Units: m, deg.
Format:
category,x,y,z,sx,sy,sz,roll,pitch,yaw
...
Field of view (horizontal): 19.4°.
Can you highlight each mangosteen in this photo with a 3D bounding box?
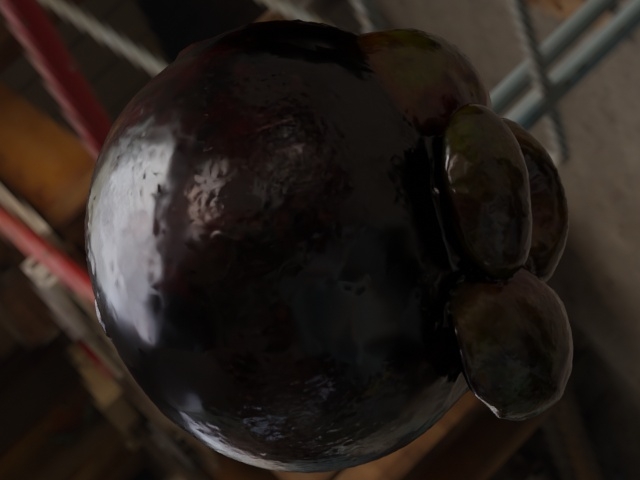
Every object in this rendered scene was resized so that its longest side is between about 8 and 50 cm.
category,x,y,z,sx,sy,sz,roll,pitch,yaw
mangosteen,0.000,0.000,0.796,0.210,0.210,0.210,42,165,14
